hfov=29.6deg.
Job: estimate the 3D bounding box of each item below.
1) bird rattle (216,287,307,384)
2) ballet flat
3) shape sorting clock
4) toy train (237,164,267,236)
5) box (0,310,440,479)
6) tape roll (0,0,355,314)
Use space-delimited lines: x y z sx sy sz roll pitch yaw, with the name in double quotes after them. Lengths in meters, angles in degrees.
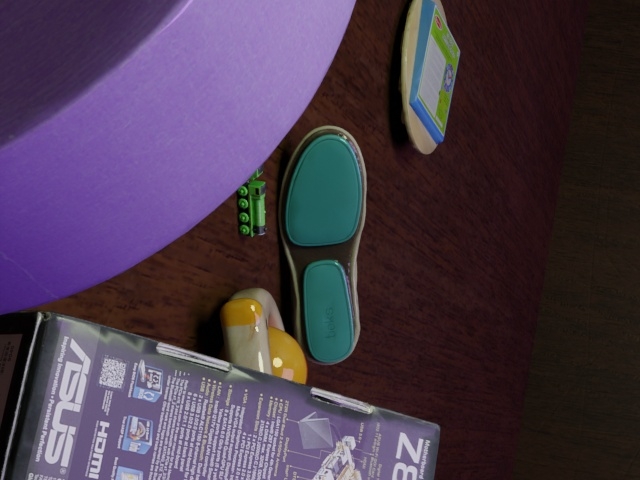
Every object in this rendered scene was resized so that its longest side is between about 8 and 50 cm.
-0.036 0.143 1.047 0.253 0.143 0.207 10 72 -75 "bird rattle"
0.000 0.000 1.181 0.086 0.086 0.248 -45 141 -62 "ballet flat"
0.131 -0.211 1.518 0.206 0.040 0.206 7 90 -68 "shape sorting clock"
-0.059 -0.040 1.044 0.017 0.023 0.083 -52 145 -57 "toy train"
-0.090 0.267 0.714 0.318 0.097 0.395 20 73 -35 "box"
-0.126 -0.116 0.400 0.090 0.274 0.275 59 42 -65 "tape roll"
